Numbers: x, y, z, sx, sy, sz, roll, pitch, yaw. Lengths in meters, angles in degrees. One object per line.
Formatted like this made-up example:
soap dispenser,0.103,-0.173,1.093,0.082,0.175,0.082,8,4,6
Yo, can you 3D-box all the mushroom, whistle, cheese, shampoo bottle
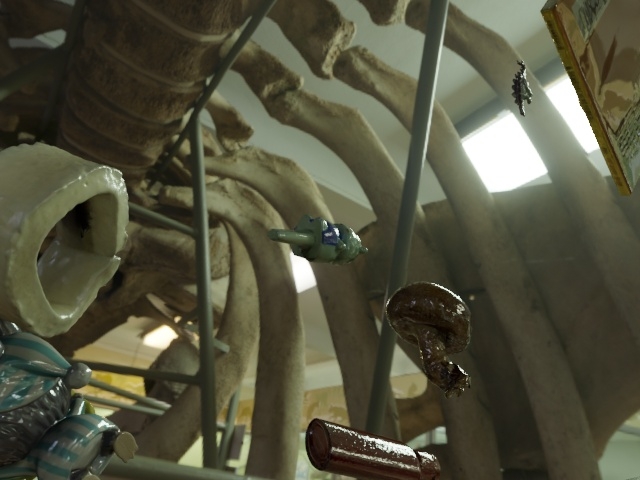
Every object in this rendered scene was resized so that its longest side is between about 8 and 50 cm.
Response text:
mushroom,0.378,0.332,1.614,0.334,0.356,0.331,13,-8,19
whistle,0.000,0.000,0.928,0.244,0.092,0.110,12,4,-43
cheese,-0.497,0.005,0.849,0.153,0.292,0.332,23,-51,6
shampoo bottle,0.101,0.389,0.830,0.260,0.064,0.102,24,6,-24

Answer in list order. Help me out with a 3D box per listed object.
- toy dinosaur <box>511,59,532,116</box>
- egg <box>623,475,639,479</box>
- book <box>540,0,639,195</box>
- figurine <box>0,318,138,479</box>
toy dinosaur,0.587,-0.454,1.350,0.039,0.209,0.082,-12,-29,40
egg,0.353,0.374,0.420,0.278,0.278,0.336,0,-45,15
book,0.447,-0.278,0.670,0.374,0.262,0.028,41,-15,-35
figurine,-0.616,0.329,0.935,0.361,0.266,0.377,6,-52,23
